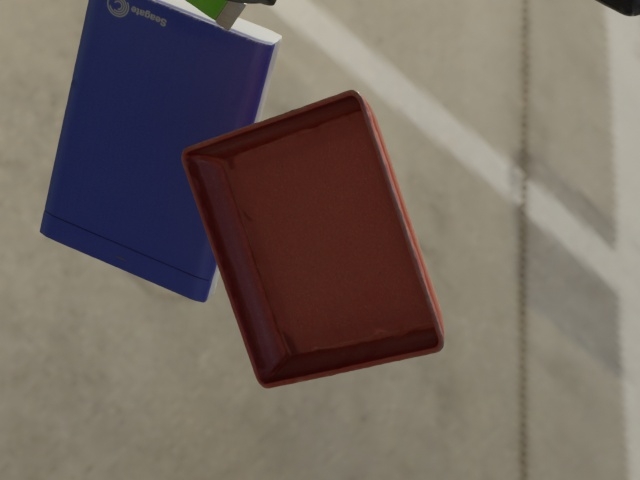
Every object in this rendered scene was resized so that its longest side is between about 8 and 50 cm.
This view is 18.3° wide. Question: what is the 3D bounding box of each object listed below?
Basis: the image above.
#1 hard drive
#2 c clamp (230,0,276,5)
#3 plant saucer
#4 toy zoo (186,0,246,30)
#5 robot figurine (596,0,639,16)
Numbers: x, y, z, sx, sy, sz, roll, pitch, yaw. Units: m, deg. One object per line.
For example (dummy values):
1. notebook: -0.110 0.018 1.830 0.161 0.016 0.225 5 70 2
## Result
1. hard drive: -0.178 -0.110 2.143 0.210 0.319 0.040 23 28 12
2. c clamp: -0.036 -0.231 1.417 0.137 0.022 0.161 36 67 -14
3. plant saucer: 0.000 0.000 1.937 0.047 0.258 0.259 -23 95 -46
4. toy zoo: -0.178 -0.300 1.719 0.293 0.030 0.192 34 21 -7
5. robot figurine: 0.302 -0.280 1.683 0.278 0.174 0.209 31 20 25
